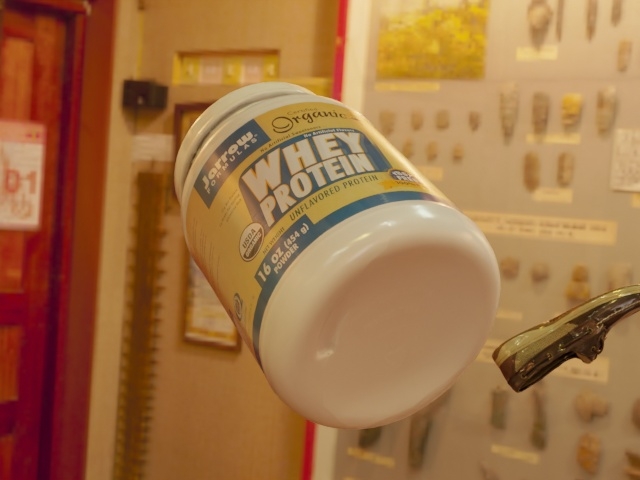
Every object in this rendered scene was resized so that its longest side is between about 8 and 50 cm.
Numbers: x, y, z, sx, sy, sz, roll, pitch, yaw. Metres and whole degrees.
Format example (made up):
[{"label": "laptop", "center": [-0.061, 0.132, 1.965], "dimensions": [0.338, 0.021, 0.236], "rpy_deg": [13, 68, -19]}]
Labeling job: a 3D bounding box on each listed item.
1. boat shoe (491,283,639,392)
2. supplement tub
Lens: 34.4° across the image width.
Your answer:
[{"label": "boat shoe", "center": [0.232, 0.089, 0.931], "dimensions": [0.152, 0.049, 0.056], "rpy_deg": [-29, -23, 14]}, {"label": "supplement tub", "center": [0.000, 0.000, 0.625], "dimensions": [0.144, 0.144, 0.200], "rpy_deg": [2, 30, -31]}]
